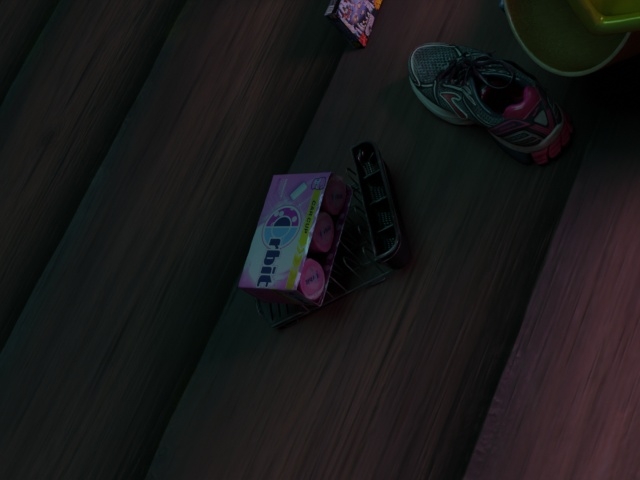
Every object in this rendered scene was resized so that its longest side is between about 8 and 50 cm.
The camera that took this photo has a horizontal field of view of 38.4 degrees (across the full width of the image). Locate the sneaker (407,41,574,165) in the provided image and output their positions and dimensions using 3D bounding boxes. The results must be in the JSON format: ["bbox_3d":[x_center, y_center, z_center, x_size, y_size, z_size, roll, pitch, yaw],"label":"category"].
[{"bbox_3d":[0.225,-0.220,1.288,0.121,0.112,0.299,-51,45,0],"label":"sneaker"}]

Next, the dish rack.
[{"bbox_3d":[0.000,0.000,1.351,0.271,0.074,0.208,-28,49,22],"label":"dish rack"}]

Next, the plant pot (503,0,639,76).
[{"bbox_3d":[0.395,-0.338,1.124,0.254,0.237,0.237,-14,40,-25],"label":"plant pot"}]

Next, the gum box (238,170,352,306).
[{"bbox_3d":[-0.032,-0.008,1.289,0.107,0.062,0.188,0,66,39],"label":"gum box"}]

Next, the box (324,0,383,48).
[{"bbox_3d":[0.063,-0.405,1.539,0.027,0.094,0.137,6,68,39],"label":"box"}]

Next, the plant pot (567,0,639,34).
[{"bbox_3d":[0.318,-0.345,0.805,0.227,0.228,0.207,-2,58,39],"label":"plant pot"}]

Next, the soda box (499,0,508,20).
[{"bbox_3d":[0.318,-0.405,1.365,0.058,0.063,0.183,-2,62,37],"label":"soda box"}]
